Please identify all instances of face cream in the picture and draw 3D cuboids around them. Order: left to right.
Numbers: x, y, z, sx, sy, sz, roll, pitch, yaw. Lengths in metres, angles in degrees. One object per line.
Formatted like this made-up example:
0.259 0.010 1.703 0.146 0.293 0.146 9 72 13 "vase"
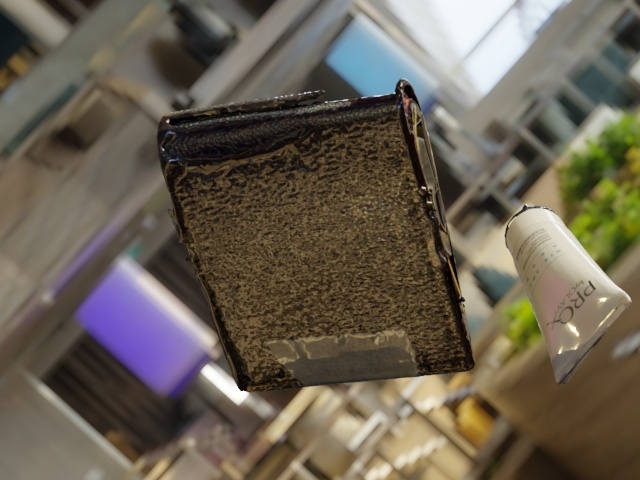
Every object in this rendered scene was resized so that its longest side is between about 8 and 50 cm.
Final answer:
0.209 0.039 1.632 0.092 0.058 0.243 -53 18 14 "face cream"

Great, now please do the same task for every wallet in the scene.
0.000 0.000 1.561 0.221 0.262 0.071 -8 23 17 "wallet"
